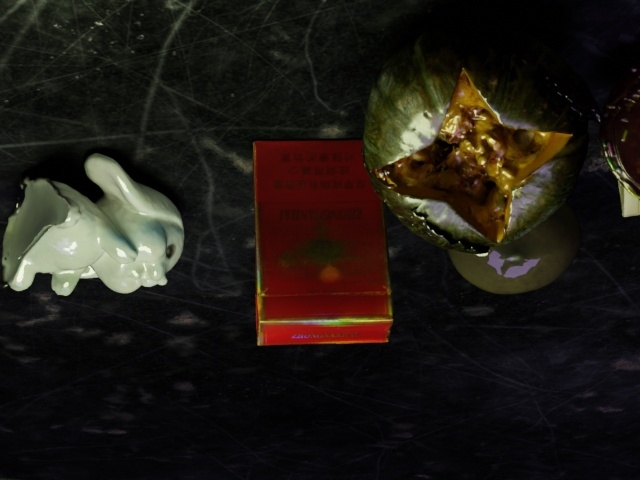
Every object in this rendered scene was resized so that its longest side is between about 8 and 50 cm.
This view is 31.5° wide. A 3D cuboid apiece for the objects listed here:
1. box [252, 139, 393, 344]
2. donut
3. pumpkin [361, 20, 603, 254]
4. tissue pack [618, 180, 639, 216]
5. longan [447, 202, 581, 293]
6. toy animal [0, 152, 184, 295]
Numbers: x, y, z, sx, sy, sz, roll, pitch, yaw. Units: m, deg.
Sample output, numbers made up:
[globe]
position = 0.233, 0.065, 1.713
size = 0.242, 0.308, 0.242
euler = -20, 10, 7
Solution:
[box]
position = -0.001, -0.001, 1.705
size = 0.197, 0.313, 0.089
euler = 0, 150, -5
[donut]
position = 0.505, -0.158, 1.579
size = 0.235, 0.235, 0.089
euler = -8, -170, 10
[pumpkin]
position = 0.204, -0.141, 1.519
size = 0.320, 0.192, 0.320
euler = 2, 122, 4
[tissue pack]
position = 0.567, -0.131, 1.715
size = 0.234, 0.125, 0.159
euler = -8, 151, 12
[longan]
position = 0.313, -0.006, 1.863
size = 0.220, 0.196, 0.196
euler = -12, 153, -8
[toy animal]
position = -0.367, -0.011, 1.815
size = 0.249, 0.174, 0.289
euler = -27, 145, 17
